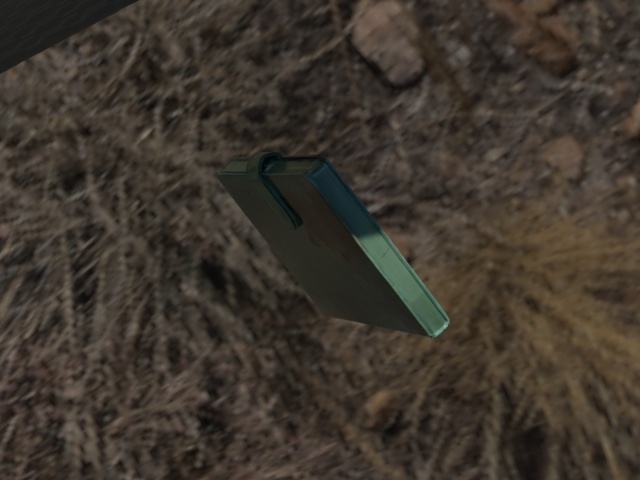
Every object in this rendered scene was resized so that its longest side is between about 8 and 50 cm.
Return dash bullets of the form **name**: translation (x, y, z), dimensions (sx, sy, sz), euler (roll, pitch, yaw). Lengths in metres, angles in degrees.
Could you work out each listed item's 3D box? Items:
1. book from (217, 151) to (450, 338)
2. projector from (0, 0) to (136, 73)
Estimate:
- **book**: translation (0.000, 0.000, 0.807), dimensions (0.017, 0.135, 0.103), euler (-42, 106, -14)
- **projector**: translation (-0.128, -0.182, 0.658), dimensions (0.250, 0.108, 0.198), euler (-30, 64, -3)
